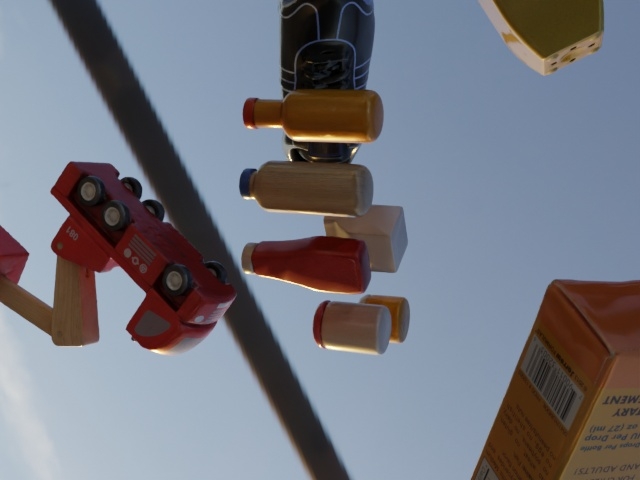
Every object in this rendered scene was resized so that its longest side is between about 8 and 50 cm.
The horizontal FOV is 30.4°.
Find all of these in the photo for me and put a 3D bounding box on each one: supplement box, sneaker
[{"bbox_3d":[0.152,0.138,0.737,0.080,0.078,0.233,-120,-141,-48],"label":"supplement box"},{"bbox_3d":[0.006,-0.124,0.954,0.232,0.081,0.090,90,-6,-61],"label":"sneaker"}]

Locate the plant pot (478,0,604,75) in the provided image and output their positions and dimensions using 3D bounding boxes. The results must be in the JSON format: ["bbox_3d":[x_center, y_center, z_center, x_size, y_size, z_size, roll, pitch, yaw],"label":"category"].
[{"bbox_3d":[0.168,-0.172,0.870,0.081,0.081,0.083,36,30,-77],"label":"plant pot"}]

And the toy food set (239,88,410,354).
[{"bbox_3d":[0.000,0.000,0.921,0.104,0.111,0.232,4,-49,19],"label":"toy food set"}]

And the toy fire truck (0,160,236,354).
[{"bbox_3d":[-0.158,0.023,0.784,0.192,0.047,0.135,44,-69,19],"label":"toy fire truck"}]
